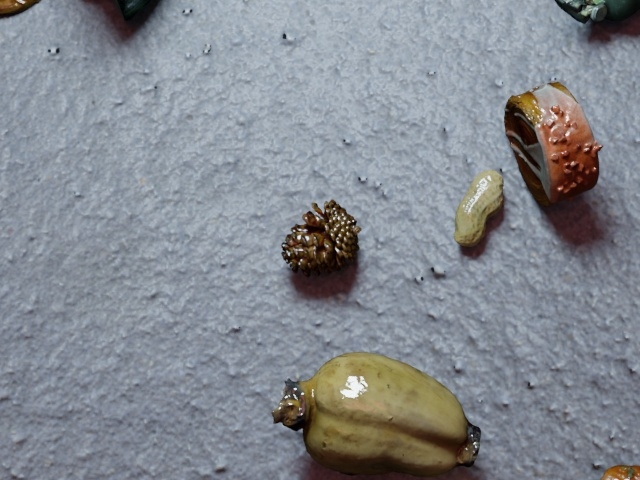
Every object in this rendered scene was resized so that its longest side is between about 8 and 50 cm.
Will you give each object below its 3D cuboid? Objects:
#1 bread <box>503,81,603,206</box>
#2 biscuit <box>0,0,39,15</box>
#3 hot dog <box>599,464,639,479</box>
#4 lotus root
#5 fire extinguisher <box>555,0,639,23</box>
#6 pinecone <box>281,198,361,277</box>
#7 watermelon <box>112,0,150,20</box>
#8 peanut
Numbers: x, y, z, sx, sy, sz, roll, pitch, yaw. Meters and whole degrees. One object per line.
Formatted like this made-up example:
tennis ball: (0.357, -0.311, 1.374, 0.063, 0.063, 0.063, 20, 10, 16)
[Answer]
bread: (0.303, -0.124, 1.137, 0.073, 0.160, 0.161, -18, 77, -3)
biscuit: (-0.488, -0.433, 1.332, 0.187, 0.027, 0.188, -1, 77, 4)
hot dog: (0.435, 0.358, 1.033, 0.256, 0.150, 0.153, 29, 92, 10)
lotus root: (0.070, 0.225, 1.090, 0.256, 0.140, 0.154, 17, 109, 0)
fire extinguisher: (0.453, -0.399, 1.208, 0.311, 0.114, 0.095, -42, 50, -3)
pinecone: (0.001, 0.002, 1.163, 0.109, 0.102, 0.102, -39, 78, -1)
watermelon: (-0.269, -0.433, 1.218, 0.136, 0.202, 0.207, 7, 65, 45)
peanut: (0.214, -0.044, 1.180, 0.054, 0.054, 0.113, 26, 84, 9)
